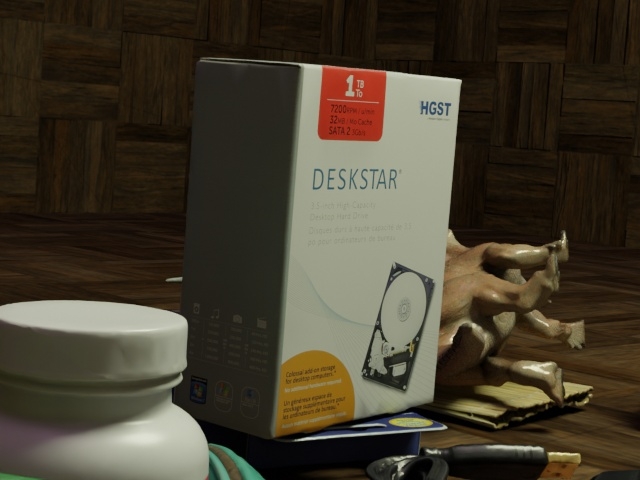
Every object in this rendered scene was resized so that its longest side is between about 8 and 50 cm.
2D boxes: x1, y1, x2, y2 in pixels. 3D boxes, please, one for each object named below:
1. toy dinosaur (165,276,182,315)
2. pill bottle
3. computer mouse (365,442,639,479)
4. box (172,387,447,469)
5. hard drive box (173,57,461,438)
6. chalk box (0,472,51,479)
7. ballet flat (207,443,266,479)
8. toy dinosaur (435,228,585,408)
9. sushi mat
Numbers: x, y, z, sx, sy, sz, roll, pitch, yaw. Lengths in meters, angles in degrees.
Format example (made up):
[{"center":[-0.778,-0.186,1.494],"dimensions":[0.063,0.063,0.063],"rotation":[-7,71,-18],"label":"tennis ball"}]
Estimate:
[{"center":[0.013,-0.005,1.336],"dimensions":[0.121,0.313,0.160],"rotation":[25,-17,49],"label":"toy dinosaur"},{"center":[-0.082,0.104,0.472],"dimensions":[0.087,0.160,0.087],"rotation":[4,5,0],"label":"pill bottle"},{"center":[0.144,0.127,0.602],"dimensions":[0.262,0.060,0.184],"rotation":[-3,2,-4],"label":"computer mouse"},{"center":[-0.026,0.125,0.995],"dimensions":[0.136,0.036,0.225],"rotation":[1,6,-29],"label":"box"},{"center":[0.000,0.000,0.929],"dimensions":[0.089,0.232,0.181],"rotation":[9,9,38],"label":"hard drive box"},{"center":[-0.059,0.134,0.312],"dimensions":[0.213,0.132,0.132],"rotation":[4,5,15],"label":"chalk box"},{"center":[-0.018,0.150,0.572],"dimensions":[0.087,0.083,0.247],"rotation":[28,-2,-17],"label":"ballet flat"},{"center":[0.108,0.064,1.165],"dimensions":[0.200,0.127,0.295],"rotation":[-4,16,18],"label":"toy dinosaur"},{"center":[0.070,0.120,1.230],"dimensions":[0.316,0.019,0.151],"rotation":[8,7,42],"label":"sushi mat"}]
